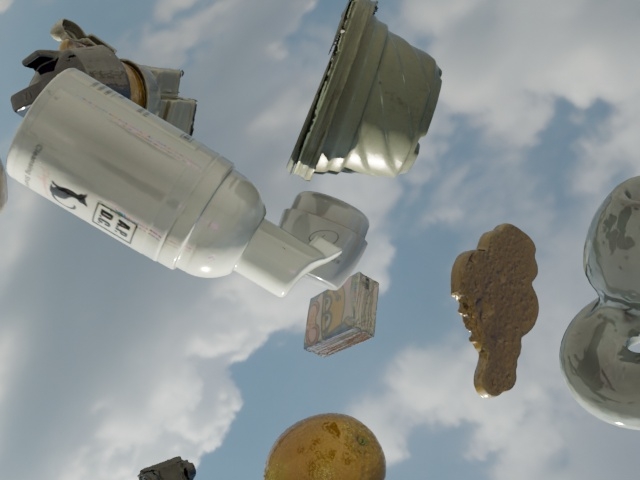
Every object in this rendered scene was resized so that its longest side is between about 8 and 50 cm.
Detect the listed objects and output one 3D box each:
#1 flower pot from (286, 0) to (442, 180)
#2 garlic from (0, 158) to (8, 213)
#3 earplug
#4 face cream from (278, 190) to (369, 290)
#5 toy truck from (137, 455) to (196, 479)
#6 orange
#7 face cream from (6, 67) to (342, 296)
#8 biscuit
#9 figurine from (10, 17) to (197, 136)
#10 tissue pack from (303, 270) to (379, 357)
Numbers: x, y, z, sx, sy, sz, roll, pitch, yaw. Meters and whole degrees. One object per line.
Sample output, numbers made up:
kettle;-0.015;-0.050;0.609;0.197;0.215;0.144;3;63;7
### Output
flower pot;0.059;-0.162;1.099;0.235;0.141;0.235;-161;-90;-85
garlic;-0.577;-0.116;1.484;0.318;0.143;0.112;39;-65;51
earplug;0.417;0.077;1.184;0.214;0.175;0.325;5;-99;32
face cream;0.000;0.000;1.184;0.117;0.117;0.104;10;-106;49
toy truck;-0.311;0.606;2.010;0.127;0.127;0.257;-36;-109;47
orange;0.007;0.437;1.746;0.236;0.236;0.236;-27;-139;26
face cream;-0.157;-0.041;1.053;0.145;0.370;0.145;-59;-179;2
biscuit;0.309;0.120;1.641;0.047;0.183;0.319;-29;-123;59
figurine;-0.329;-0.220;1.433;0.143;0.309;0.308;-53;-146;21
tissue pack;0.039;0.140;1.715;0.155;0.065;0.115;-32;-140;47
